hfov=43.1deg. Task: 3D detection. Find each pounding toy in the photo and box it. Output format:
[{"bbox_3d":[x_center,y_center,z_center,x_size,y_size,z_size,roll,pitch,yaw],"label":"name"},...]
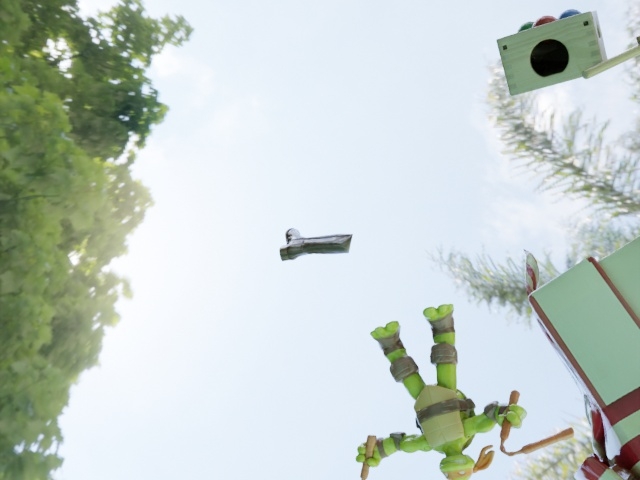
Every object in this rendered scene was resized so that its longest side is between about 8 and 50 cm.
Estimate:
[{"bbox_3d":[0.351,-0.269,1.094,0.206,0.181,0.094,-12,-80,25],"label":"pounding toy"}]

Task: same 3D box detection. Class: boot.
[{"bbox_3d":[0.000,0.000,1.267,0.114,0.106,0.037,-11,-67,12],"label":"boot"}]

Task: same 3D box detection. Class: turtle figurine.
[{"bbox_3d":[0.151,0.190,0.957,0.269,0.087,0.217,-26,-114,28],"label":"turtle figurine"}]

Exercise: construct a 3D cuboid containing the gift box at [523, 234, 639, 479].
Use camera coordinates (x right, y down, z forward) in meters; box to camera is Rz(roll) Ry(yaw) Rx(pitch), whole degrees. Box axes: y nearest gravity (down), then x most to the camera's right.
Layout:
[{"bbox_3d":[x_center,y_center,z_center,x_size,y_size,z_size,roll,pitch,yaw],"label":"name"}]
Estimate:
[{"bbox_3d":[0.284,0.091,0.543,0.258,0.255,0.276,-34,-122,8],"label":"gift box"}]
